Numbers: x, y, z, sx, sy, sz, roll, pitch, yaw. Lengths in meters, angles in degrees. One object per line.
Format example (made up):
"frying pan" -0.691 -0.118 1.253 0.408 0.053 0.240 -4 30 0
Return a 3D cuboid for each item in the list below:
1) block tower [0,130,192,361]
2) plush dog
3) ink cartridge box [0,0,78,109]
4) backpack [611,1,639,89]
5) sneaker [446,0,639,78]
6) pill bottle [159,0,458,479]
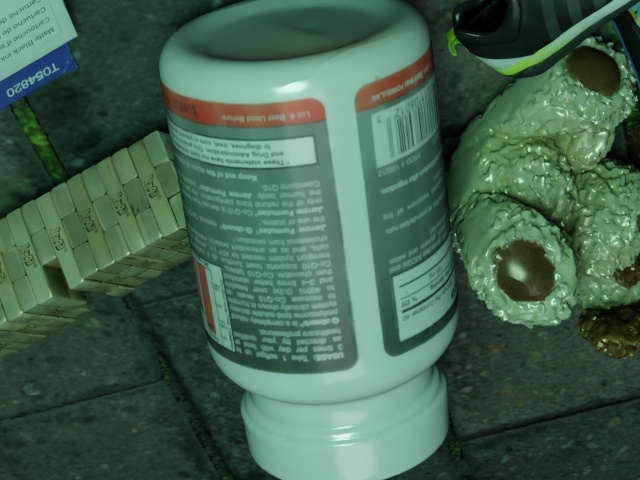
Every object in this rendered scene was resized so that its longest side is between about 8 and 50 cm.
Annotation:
"block tower" -0.226 0.015 1.505 0.335 0.091 0.097 -28 164 19
"plush dog" 0.218 -0.021 1.507 0.225 0.262 0.210 26 163 -24
"ink cartridge box" -0.297 -0.143 1.291 0.223 0.045 0.224 -33 143 -13
"backpack" 0.316 -0.174 1.347 0.117 0.173 0.158 26 128 -35
"sneaker" 0.188 -0.211 1.347 0.097 0.084 0.234 20 132 -29
"pill bottle" 0.000 0.000 1.365 0.210 0.210 0.363 -8 114 -2
